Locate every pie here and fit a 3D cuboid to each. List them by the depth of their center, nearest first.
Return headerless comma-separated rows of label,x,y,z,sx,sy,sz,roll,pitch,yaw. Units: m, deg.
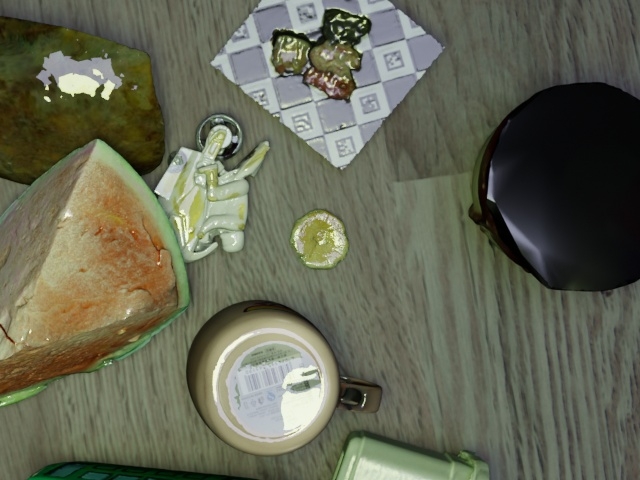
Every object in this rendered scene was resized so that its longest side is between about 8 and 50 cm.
pie,0.000,0.000,1.453,0.084,0.020,0.084,0,91,-8

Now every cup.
cup,-0.041,0.181,1.352,0.253,0.200,0.191,13,87,-8

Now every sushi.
sushi,0.009,-0.248,1.448,0.231,0.047,0.219,39,89,-1

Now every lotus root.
lotus root,-0.353,-0.175,1.346,0.314,0.142,0.210,2,90,-7

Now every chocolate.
chocolate,0.316,-0.063,1.418,0.284,0.186,0.283,2,85,-17

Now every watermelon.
watermelon,-0.314,0.091,1.325,0.222,0.292,0.319,31,49,-30

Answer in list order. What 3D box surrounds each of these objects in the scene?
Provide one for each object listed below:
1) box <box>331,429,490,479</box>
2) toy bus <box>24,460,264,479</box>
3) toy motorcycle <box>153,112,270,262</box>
box,0.081,0.402,1.388,0.183,0.175,0.311,20,86,1
toy bus,-0.199,0.368,1.280,0.344,0.199,0.183,2,79,12
toy motorcycle,-0.151,-0.051,1.406,0.151,0.074,0.228,37,82,-8
